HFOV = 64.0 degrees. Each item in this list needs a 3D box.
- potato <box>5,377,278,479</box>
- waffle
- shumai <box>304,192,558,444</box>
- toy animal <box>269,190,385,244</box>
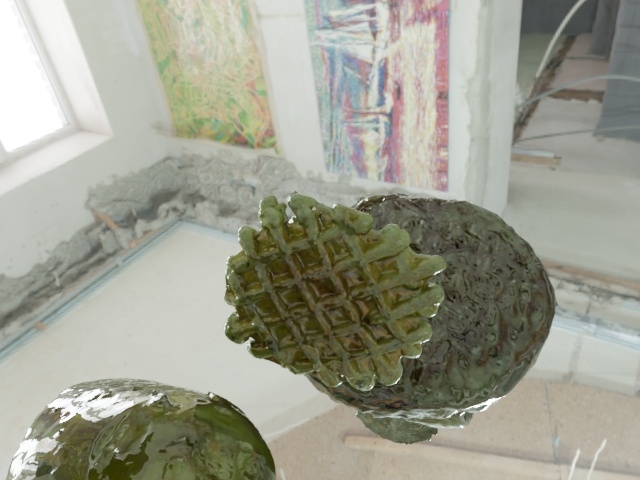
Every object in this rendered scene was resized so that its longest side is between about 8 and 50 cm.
[{"bbox_3d":[-0.143,0.180,0.394,0.298,0.176,0.141,-18,-125,55],"label":"potato"},{"bbox_3d":[0.007,0.049,0.434,0.184,0.169,0.036,17,-156,1],"label":"waffle"},{"bbox_3d":[0.155,0.138,0.849,0.396,0.348,0.394,-4,-118,8],"label":"shumai"},{"bbox_3d":[-0.011,-0.010,0.525,0.220,0.086,0.069,-27,-145,52],"label":"toy animal"}]
